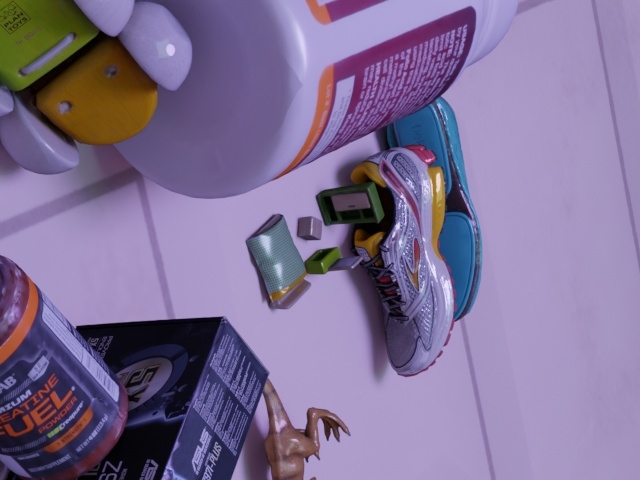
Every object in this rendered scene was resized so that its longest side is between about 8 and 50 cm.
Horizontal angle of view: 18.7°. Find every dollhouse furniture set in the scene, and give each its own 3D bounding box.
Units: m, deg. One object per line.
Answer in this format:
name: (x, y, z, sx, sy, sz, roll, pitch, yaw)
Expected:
dollhouse furniture set: (0.000, 0.000, 1.796, 0.151, 0.058, 0.076, -44, 122, -52)

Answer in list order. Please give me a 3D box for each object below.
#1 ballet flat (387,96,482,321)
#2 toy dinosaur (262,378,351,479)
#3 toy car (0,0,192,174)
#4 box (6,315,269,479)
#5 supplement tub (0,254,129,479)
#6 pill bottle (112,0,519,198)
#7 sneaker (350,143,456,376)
ballet flat: (0.123, -0.039, 1.986, 0.087, 0.083, 0.247, -42, 124, -69)
toy dinosaur: (-0.030, 0.176, 1.719, 0.112, 0.064, 0.212, -21, 103, -56)
toy car: (-0.197, -0.152, 1.442, 0.182, 0.159, 0.136, 43, 16, -47)
box: (-0.141, 0.153, 1.463, 0.077, 0.147, 0.180, 55, 43, -40)
supplement tub: (-0.226, 0.081, 1.375, 0.198, 0.106, 0.106, 53, 44, -40)
pill bottle: (-0.002, -0.191, 1.642, 0.392, 0.224, 0.224, -28, 110, -52)
sneaker: (0.069, 0.022, 1.902, 0.092, 0.088, 0.225, -8, 93, -38)
